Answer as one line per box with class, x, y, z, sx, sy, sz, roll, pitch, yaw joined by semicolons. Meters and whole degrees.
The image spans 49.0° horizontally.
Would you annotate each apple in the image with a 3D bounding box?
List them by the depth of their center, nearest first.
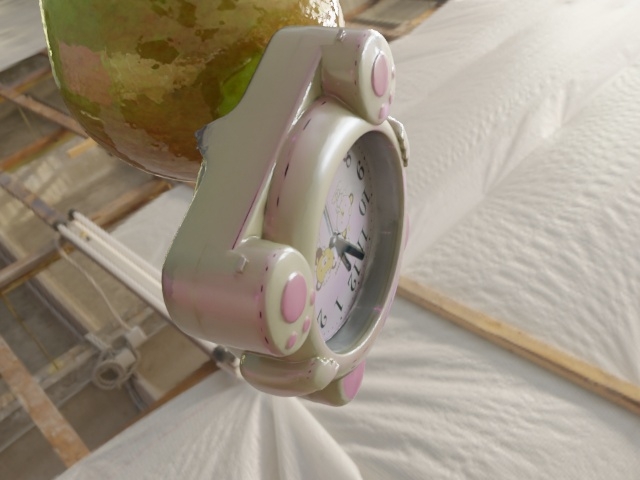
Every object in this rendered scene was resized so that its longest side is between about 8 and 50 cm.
apple;-0.147;-0.231;0.795;0.339;0.340;0.340;-13;-146;9

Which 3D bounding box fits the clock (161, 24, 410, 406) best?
clock;0.000;0.000;0.630;0.114;0.309;0.284;9;-116;23
